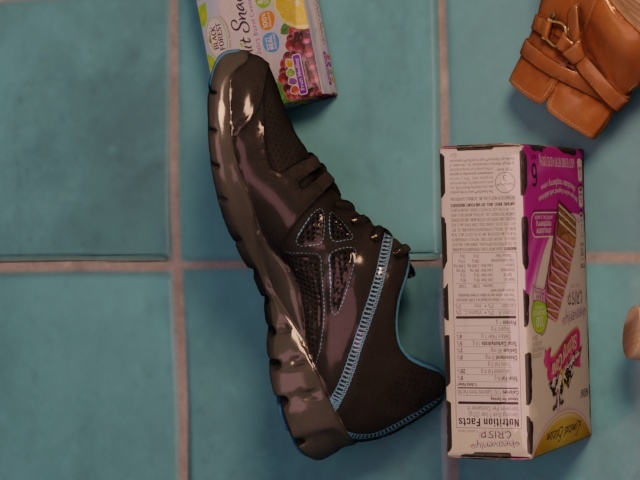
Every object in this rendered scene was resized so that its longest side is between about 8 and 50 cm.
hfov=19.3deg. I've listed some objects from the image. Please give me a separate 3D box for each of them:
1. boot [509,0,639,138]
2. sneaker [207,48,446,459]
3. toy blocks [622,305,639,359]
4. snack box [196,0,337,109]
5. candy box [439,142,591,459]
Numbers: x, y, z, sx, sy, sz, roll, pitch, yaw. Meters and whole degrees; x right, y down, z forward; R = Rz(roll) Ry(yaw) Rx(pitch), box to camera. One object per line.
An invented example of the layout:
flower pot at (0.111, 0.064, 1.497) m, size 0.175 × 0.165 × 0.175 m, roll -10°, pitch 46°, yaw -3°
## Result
boot at (0.188, -0.188, 1.474) m, size 0.197 × 0.073 × 0.152 m, roll 47°, pitch 122°, yaw 31°
sneaker at (0.000, 0.000, 1.538) m, size 0.139 × 0.125 × 0.341 m, roll -17°, pitch 94°, yaw 5°
toy blocks at (0.391, 0.023, 1.335) m, size 0.260 × 0.309 × 0.289 m, roll 8°, pitch 108°, yaw -9°
snack box at (-0.049, -0.180, 1.592) m, size 0.100 × 0.037 × 0.141 m, roll -13°, pitch 86°, yaw 25°
candy box at (0.152, 0.044, 1.442) m, size 0.071 × 0.159 × 0.233 m, roll -1°, pitch 91°, yaw 25°
